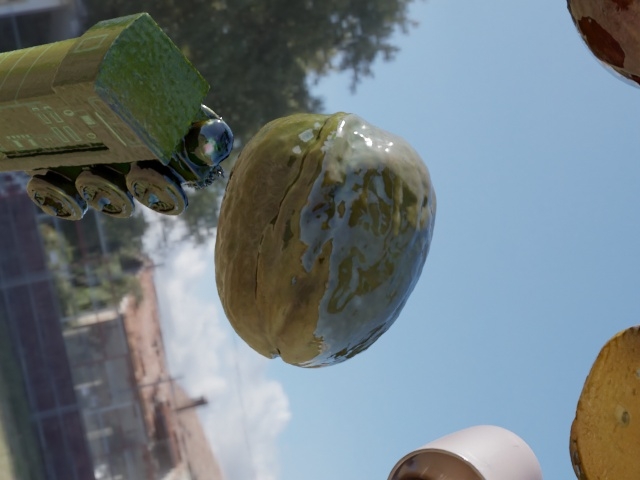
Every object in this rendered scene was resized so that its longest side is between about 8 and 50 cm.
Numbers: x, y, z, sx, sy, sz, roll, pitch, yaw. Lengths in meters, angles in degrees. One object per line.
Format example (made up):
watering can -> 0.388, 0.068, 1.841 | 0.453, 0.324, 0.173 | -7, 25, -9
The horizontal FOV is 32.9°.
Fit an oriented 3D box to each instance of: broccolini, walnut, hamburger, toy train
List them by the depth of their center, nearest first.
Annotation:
toy train -> -0.169, -0.085, 0.791 | 0.225, 0.090, 0.137 | -1, -38, 40
hamburger -> 0.298, 0.163, 0.902 | 0.191, 0.118, 0.182 | -59, -145, 28
walnut -> 0.000, 0.000, 1.154 | 0.283, 0.227, 0.283 | 17, 90, -83
broccolini -> -0.161, -0.104, 1.331 | 0.201, 0.058, 0.074 | 8, 73, -84

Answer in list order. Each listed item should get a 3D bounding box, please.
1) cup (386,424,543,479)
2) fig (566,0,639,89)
cup -> 0.254, 0.394, 1.639 | 0.253, 0.200, 0.191 | 20, -73, 32
fig -> 0.273, -0.220, 0.842 | 0.205, 0.205, 0.205 | 168, -90, -77
